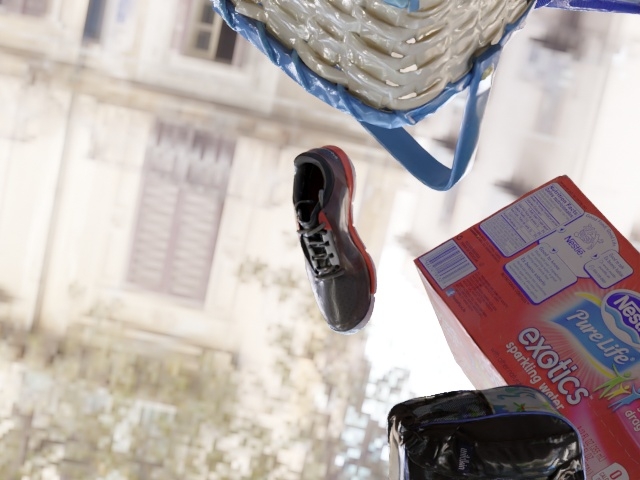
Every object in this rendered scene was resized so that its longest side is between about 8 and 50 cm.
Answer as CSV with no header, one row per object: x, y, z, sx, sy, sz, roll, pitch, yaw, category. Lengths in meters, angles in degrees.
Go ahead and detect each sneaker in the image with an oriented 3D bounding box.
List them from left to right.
0.000,0.000,1.357,0.061,0.158,0.065,-15,173,29,sneaker

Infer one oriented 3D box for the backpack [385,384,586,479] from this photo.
0.098,0.137,1.014,0.114,0.105,0.084,-7,-163,-9,backpack

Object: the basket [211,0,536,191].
0.033,-0.183,1.192,0.255,0.289,0.201,42,-119,13,basket

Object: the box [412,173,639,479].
0.217,0.106,1.298,0.154,0.142,0.300,-31,-136,-5,box

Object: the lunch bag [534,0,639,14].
0.274,-0.420,1.772,0.385,0.328,0.239,1,-136,-36,lunch bag
